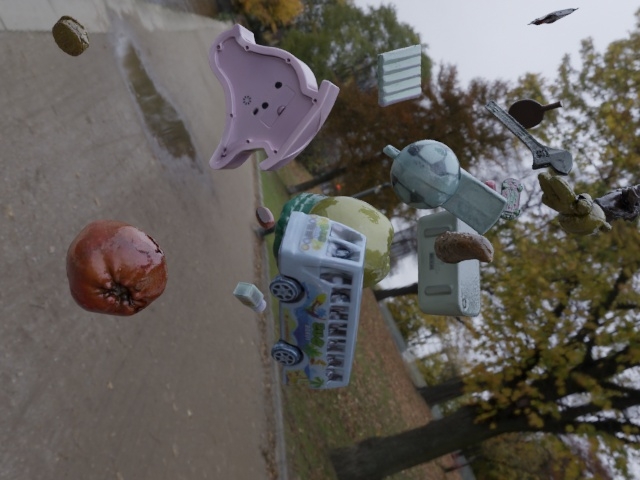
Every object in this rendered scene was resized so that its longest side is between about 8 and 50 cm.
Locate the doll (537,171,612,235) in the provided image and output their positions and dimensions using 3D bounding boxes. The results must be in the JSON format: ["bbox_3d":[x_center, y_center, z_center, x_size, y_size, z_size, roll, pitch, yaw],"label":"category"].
[{"bbox_3d":[0.598,-0.095,1.410,0.209,0.097,0.137,45,-14,-29],"label":"doll"}]

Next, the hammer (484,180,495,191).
[{"bbox_3d":[0.575,-0.161,2.019,0.043,0.043,0.083,-109,-168,-71],"label":"hammer"}]

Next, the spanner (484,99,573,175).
[{"bbox_3d":[0.508,-0.261,1.480,0.325,0.093,0.026,61,0,40],"label":"spanner"}]

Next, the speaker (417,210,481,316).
[{"bbox_3d":[0.484,0.089,2.264,0.183,0.184,0.406,14,73,-47],"label":"speaker"}]

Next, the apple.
[{"bbox_3d":[0.044,0.005,1.148,0.200,0.200,0.200,-20,90,-90],"label":"apple"}]

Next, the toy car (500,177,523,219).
[{"bbox_3d":[0.638,-0.139,2.011,0.055,0.069,0.142,81,19,-81],"label":"toy car"}]

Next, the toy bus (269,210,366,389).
[{"bbox_3d":[-0.004,0.109,0.957,0.109,0.136,0.329,-74,170,-47],"label":"toy bus"}]

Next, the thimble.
[{"bbox_3d":[0.000,0.000,1.680,0.288,0.167,0.254,18,88,-61],"label":"thimble"}]

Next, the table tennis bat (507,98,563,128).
[{"bbox_3d":[0.664,-0.376,1.861,0.107,0.170,0.119,54,43,-28],"label":"table tennis bat"}]

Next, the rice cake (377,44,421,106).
[{"bbox_3d":[0.262,-0.540,1.948,0.037,0.198,0.189,15,-66,46],"label":"rice cake"}]

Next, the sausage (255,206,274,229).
[{"bbox_3d":[-0.204,-0.083,2.194,0.094,0.059,0.054,60,-10,24],"label":"sausage"}]

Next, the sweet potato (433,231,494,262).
[{"bbox_3d":[0.385,0.024,1.709,0.114,0.092,0.341,30,-6,-5],"label":"sweet potato"}]

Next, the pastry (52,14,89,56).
[{"bbox_3d":[-0.671,-0.549,1.602,0.057,0.109,0.097,-60,180,-36],"label":"pastry"}]

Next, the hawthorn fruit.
[{"bbox_3d":[-0.471,0.046,1.335,0.299,0.211,0.211,34,-28,49],"label":"hawthorn fruit"}]

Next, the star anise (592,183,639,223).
[{"bbox_3d":[0.906,-0.109,1.740,0.223,0.236,0.109,-20,90,-46],"label":"star anise"}]

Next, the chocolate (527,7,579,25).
[{"bbox_3d":[0.708,-0.678,1.807,0.086,0.182,0.028,-11,-82,53],"label":"chocolate"}]

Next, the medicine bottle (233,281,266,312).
[{"bbox_3d":[-0.238,0.198,2.051,0.118,0.074,0.055,55,51,-45],"label":"medicine bottle"}]

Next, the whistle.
[{"bbox_3d":[0.255,-0.122,1.282,0.290,0.163,0.163,36,-7,12],"label":"whistle"}]

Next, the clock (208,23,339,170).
[{"bbox_3d":[-0.145,-0.276,1.255,0.275,0.290,0.080,40,15,11],"label":"clock"}]
